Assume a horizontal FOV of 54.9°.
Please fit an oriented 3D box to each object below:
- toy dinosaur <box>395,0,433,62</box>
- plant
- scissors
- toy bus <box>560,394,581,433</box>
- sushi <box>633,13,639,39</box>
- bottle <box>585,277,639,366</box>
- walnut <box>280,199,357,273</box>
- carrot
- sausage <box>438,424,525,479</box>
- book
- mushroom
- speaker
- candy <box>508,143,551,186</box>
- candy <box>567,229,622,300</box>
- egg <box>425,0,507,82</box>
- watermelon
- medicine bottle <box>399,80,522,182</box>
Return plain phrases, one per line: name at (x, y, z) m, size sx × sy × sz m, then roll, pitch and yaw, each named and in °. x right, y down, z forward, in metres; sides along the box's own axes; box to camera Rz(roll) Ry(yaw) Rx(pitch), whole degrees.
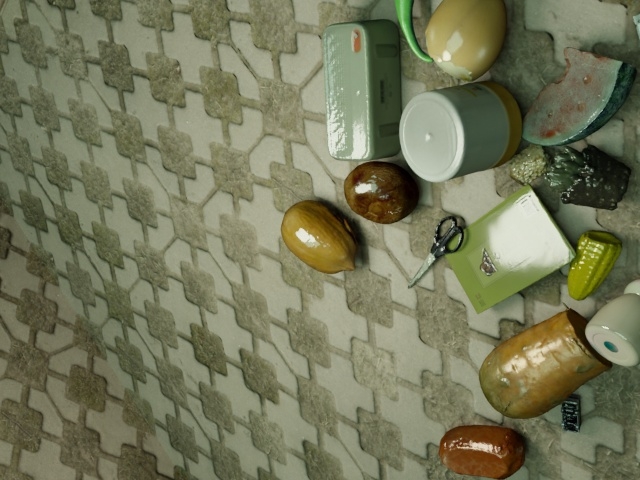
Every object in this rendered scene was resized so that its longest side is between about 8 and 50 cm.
toy dinosaur at (0.307, -0.783, 1.645) m, size 0.374 × 0.144 × 0.500 m, roll -31°, pitch 96°, yaw 21°
plant at (0.666, -0.160, 1.548) m, size 0.194 × 0.132 × 0.129 m, roll 24°, pitch 144°, yaw 12°
scissors at (0.342, 0.051, 1.898) m, size 0.300 × 0.022 × 0.109 m, roll -58°, pitch 44°, yaw 37°
toy bus at (0.721, 0.494, 1.771) m, size 0.052 × 0.058 × 0.102 m, roll 1°, pitch 110°, yaw 33°
sushi at (0.923, -0.393, 1.357) m, size 0.343 × 0.064 × 0.359 m, roll -15°, pitch 97°, yaw 40°
bottle at (0.789, 0.185, 1.539) m, size 0.147 × 0.236 × 0.147 m, roll 42°, pitch 162°, yaw 17°
walnut at (0.000, 0.000, 2.019) m, size 0.298 × 0.203 × 0.203 m, roll 46°, pitch 124°, yaw 10°
carrot at (0.610, 0.349, 1.707) m, size 0.340 × 0.224 × 0.224 m, roll -44°, pitch 79°, yaw 30°
sausage at (0.498, 0.653, 1.918) m, size 0.268 × 0.141 × 0.153 m, roll -9°, pitch 99°, yaw 33°
book at (0.519, 0.030, 1.739) m, size 0.352 × 0.035 × 0.239 m, roll -42°, pitch 67°, yaw 42°
mushroom at (0.181, -0.136, 1.847) m, size 0.231 × 0.138 × 0.194 m, roll 12°, pitch 153°, yaw 1°
speaker at (0.120, -0.434, 1.807) m, size 0.183 × 0.184 × 0.407 m, roll 7°, pitch 109°, yaw 33°
candy at (0.556, -0.204, 1.639) m, size 0.085 × 0.095 × 0.110 m, roll 32°, pitch 133°, yaw -29°
candy at (0.709, 0.074, 1.627) m, size 0.106 × 0.094 × 0.199 m, roll 29°, pitch 121°, yaw 29°
egg at (0.380, -0.541, 1.591) m, size 0.201 × 0.201 × 0.245 m, roll 32°, pitch 109°, yaw 22°
watermelon at (0.640, -0.359, 1.540) m, size 0.318 × 0.148 × 0.226 m, roll -35°, pitch 65°, yaw 50°
medicine bottle at (0.365, -0.288, 1.621) m, size 0.238 × 0.231 × 0.238 m, roll 28°, pitch 126°, yaw 48°
